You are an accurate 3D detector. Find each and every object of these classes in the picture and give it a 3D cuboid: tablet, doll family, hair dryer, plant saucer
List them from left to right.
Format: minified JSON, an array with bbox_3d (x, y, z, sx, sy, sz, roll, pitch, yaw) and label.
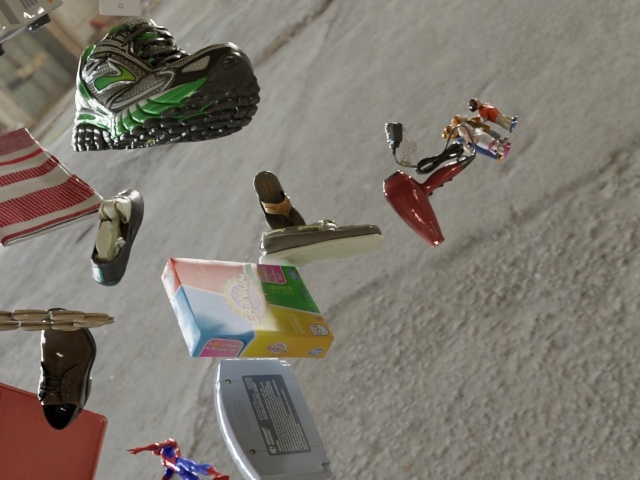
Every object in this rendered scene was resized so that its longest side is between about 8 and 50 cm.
[{"bbox_3d":[-0.542,0.416,1.576,0.048,0.258,0.259,-22,-54,-79],"label":"plant saucer"},{"bbox_3d":[-0.405,-0.482,1.658,0.083,0.054,0.006,-5,4,-24],"label":"tablet"},{"bbox_3d":[0.249,-0.129,1.849,0.080,0.223,0.293,141,133,-81],"label":"hair dryer"},{"bbox_3d":[0.400,-0.267,2.112,0.118,0.163,0.263,-67,-4,35],"label":"doll family"}]

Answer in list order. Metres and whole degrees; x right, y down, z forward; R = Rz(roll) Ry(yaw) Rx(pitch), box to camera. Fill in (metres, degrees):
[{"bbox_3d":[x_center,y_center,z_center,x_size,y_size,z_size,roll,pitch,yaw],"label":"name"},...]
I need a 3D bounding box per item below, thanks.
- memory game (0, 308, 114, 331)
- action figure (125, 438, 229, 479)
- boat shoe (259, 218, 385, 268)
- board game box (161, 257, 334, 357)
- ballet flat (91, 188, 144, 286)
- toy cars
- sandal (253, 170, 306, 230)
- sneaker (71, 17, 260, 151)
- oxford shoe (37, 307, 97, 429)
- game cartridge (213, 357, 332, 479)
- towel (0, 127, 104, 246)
[{"bbox_3d":[-0.333,0.094,0.950,0.186,0.186,0.012,-14,74,51],"label":"memory game"},{"bbox_3d":[-0.337,0.527,1.860,0.139,0.091,0.280,-10,16,-37],"label":"action figure"},{"bbox_3d":[-0.002,-0.002,1.898,0.305,0.109,0.091,-12,64,18],"label":"boat shoe"},{"bbox_3d":[-0.157,0.146,1.764,0.064,0.316,0.242,-63,39,30],"label":"board game box"},{"bbox_3d":[-0.334,-0.022,1.342,0.074,0.074,0.203,-28,43,35],"label":"ballet flat"},{"bbox_3d":[-0.558,-0.337,1.137,0.087,0.393,0.176,-68,-9,-61],"label":"toy cars"},{"bbox_3d":[-0.104,-0.094,2.035,0.090,0.060,0.219,-19,63,-12],"label":"sandal"},{"bbox_3d":[-0.191,-0.175,0.894,0.134,0.146,0.343,-10,9,-39],"label":"sneaker"},{"bbox_3d":[-0.398,0.205,1.274,0.082,0.227,0.096,6,34,1],"label":"oxford shoe"},{"bbox_3d":[-0.112,0.373,1.706,0.297,0.198,0.062,64,143,41],"label":"game cartridge"},{"bbox_3d":[-0.628,-0.119,1.679,0.237,0.329,0.037,-26,-38,-40],"label":"towel"}]
